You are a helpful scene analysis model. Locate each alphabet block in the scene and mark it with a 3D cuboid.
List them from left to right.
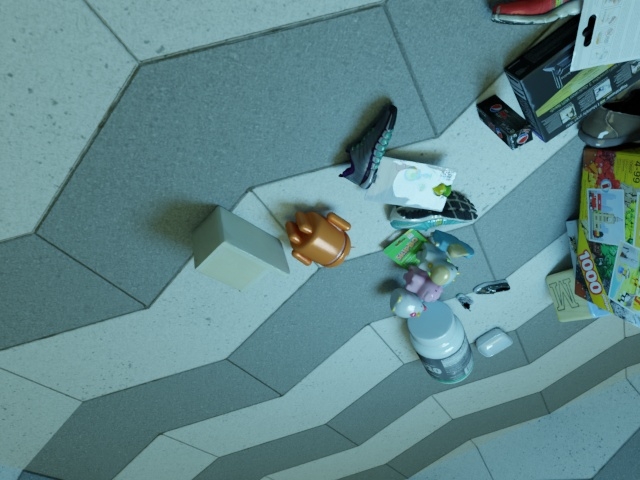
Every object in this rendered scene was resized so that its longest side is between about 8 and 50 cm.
[{"bbox_3d":[1.017,0.195,1.747,0.193,0.193,0.197,-7,166,-11],"label":"alphabet block"}]

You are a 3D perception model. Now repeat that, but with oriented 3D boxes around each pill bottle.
[{"bbox_3d":[0.464,0.394,1.788,0.204,0.204,0.361,-26,133,6],"label":"pill bottle"}]

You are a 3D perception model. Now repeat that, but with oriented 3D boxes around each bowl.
[{"bbox_3d":[0.761,0.445,2.038,0.142,0.053,0.142,-38,133,16],"label":"bowl"}]

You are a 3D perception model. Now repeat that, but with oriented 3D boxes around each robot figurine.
[{"bbox_3d":[0.002,-0.001,1.323,0.219,0.128,0.158,31,78,-37],"label":"robot figurine"}]

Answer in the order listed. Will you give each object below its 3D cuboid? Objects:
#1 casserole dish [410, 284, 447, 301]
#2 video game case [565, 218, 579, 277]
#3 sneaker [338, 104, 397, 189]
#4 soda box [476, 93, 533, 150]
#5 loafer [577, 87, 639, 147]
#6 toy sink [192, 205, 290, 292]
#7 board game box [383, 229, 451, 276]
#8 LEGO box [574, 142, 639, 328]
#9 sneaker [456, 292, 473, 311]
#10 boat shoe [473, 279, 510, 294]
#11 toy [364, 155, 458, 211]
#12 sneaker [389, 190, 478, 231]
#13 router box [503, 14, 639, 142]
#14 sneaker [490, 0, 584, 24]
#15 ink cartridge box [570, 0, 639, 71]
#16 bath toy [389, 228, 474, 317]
[{"bbox_3d":[0.395,0.168,1.652,0.188,0.037,0.114,-39,154,16],"label":"casserole dish"},{"bbox_3d":[1.022,0.031,1.636,0.270,0.244,0.061,-8,177,-11],"label":"video game case"},{"bbox_3d":[0.119,-0.245,1.178,0.098,0.083,0.223,23,110,7],"label":"sneaker"},{"bbox_3d":[0.466,-0.302,1.171,0.060,0.168,0.053,-28,135,8],"label":"soda box"},{"bbox_3d":[0.924,-0.361,1.294,0.366,0.133,0.130,-15,134,-5],"label":"loafer"},{"bbox_3d":[-0.222,0.041,1.272,0.131,0.152,0.234,-42,131,20],"label":"toy sink"},{"bbox_3d":[0.322,0.047,1.539,0.124,0.039,0.259,-40,134,18],"label":"board game box"},{"bbox_3d":[0.963,-0.016,1.339,0.193,0.372,0.499,-10,107,-10],"label":"LEGO box"},{"bbox_3d":[0.569,0.249,1.781,0.098,0.069,0.038,22,122,-33],"label":"sneaker"},{"bbox_3d":[0.662,0.186,1.774,0.142,0.040,0.049,-13,134,-7],"label":"boat shoe"},{"bbox_3d":[0.251,-0.165,1.298,0.238,0.056,0.136,9,121,-10],"label":"toy"},{"bbox_3d":[0.341,-0.082,1.403,0.276,0.106,0.110,-2,151,-10],"label":"sneaker"},{"bbox_3d":[0.658,-0.435,1.175,0.309,0.081,0.243,-35,132,15],"label":"router box"},{"bbox_3d":[0.502,-0.553,1.022,0.279,0.107,0.118,-19,119,-9],"label":"sneaker"},{"bbox_3d":[0.692,-0.503,1.043,0.233,0.066,0.189,-7,134,8],"label":"ink cartridge box"},{"bbox_3d":[0.351,0.133,1.499,0.129,0.151,0.348,18,127,-12],"label":"bath toy"}]
